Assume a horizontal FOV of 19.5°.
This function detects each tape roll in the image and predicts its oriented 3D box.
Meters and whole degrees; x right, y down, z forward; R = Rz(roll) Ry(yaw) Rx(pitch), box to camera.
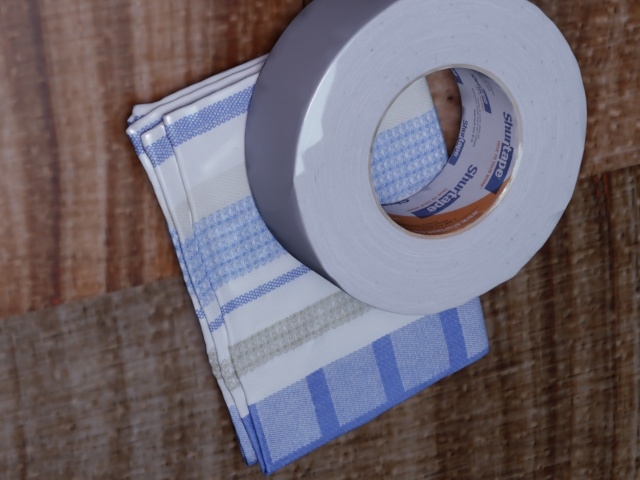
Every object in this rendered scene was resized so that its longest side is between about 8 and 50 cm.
[{"bbox_3d":[0.063,-0.066,1.201,0.219,0.072,0.219,-10,112,-26],"label":"tape roll"}]

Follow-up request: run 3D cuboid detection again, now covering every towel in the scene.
[{"bbox_3d":[0.000,0.000,1.253,0.209,0.034,0.285,-27,119,-18],"label":"towel"}]
